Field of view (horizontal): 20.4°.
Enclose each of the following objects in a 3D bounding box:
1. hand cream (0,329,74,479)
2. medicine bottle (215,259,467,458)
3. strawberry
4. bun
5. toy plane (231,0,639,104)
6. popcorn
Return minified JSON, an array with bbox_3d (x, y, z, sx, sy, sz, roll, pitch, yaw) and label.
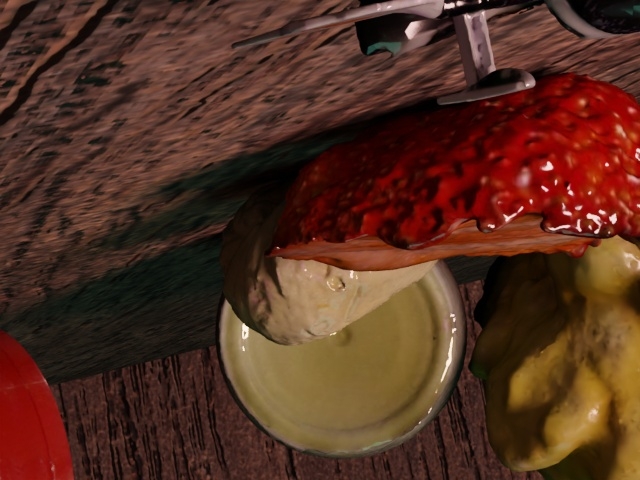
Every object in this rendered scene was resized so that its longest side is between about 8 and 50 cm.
[{"bbox_3d":[-0.253,0.151,1.116,0.125,0.193,0.193,-9,173,-41],"label":"hand cream"},{"bbox_3d":[0.015,0.055,1.065,0.147,0.147,0.143,-15,177,5],"label":"medicine bottle"},{"bbox_3d":[0.065,-0.022,0.742,0.187,0.082,0.146,-7,169,-10],"label":"strawberry"},{"bbox_3d":[0.000,0.000,0.857,0.115,0.069,0.115,-23,-166,6],"label":"bun"},{"bbox_3d":[0.075,-0.066,0.430,0.197,0.053,0.078,-16,-174,-34],"label":"toy plane"},{"bbox_3d":[0.202,0.040,1.027,0.252,0.215,0.286,-63,-179,41],"label":"popcorn"}]
